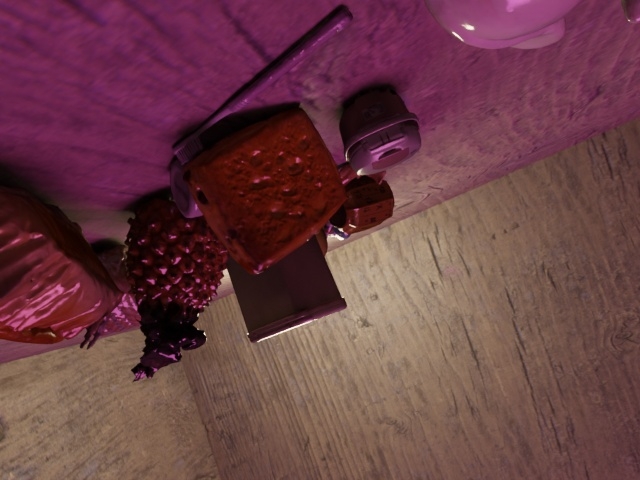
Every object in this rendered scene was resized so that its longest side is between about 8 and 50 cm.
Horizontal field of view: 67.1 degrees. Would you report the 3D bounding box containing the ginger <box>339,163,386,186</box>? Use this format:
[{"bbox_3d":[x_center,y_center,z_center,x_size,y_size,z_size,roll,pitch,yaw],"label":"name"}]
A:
[{"bbox_3d":[0.029,-0.139,1.245,0.288,0.075,0.089,-17,145,10],"label":"ginger"}]

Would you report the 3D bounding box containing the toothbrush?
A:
[{"bbox_3d":[-0.095,-0.196,0.664,0.354,0.029,0.024,-27,-175,34],"label":"toothbrush"}]

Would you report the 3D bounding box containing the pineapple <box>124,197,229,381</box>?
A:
[{"bbox_3d":[-0.297,0.109,0.974,0.223,0.357,0.223,5,171,1],"label":"pineapple"}]

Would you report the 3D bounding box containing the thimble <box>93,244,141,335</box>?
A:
[{"bbox_3d":[-0.502,0.122,1.156,0.148,0.196,0.229,-19,173,-11],"label":"thimble"}]

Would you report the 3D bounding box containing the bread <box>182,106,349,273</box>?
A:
[{"bbox_3d":[-0.082,-0.085,0.787,0.235,0.210,0.099,-37,-160,-23],"label":"bread"}]

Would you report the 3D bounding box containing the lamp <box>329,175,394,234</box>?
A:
[{"bbox_3d":[0.115,-0.107,1.403,0.185,0.161,0.161,-21,173,-31],"label":"lamp"}]

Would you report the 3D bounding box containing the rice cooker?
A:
[{"bbox_3d":[0.107,-0.193,0.890,0.145,0.127,0.206,-23,169,6],"label":"rice cooker"}]

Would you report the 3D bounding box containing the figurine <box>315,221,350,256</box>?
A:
[{"bbox_3d":[0.007,-0.005,1.682,0.382,0.205,0.224,-29,179,0],"label":"figurine"}]

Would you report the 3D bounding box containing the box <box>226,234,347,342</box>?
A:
[{"bbox_3d":[-0.132,0.099,1.449,0.177,0.343,0.352,-17,171,-38],"label":"box"}]

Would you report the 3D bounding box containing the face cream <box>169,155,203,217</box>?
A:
[{"bbox_3d":[-0.133,-0.113,0.867,0.252,0.101,0.101,-16,171,-34],"label":"face cream"}]

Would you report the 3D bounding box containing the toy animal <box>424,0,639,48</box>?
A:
[{"bbox_3d":[0.223,-0.272,0.449,0.289,0.174,0.249,-22,172,1],"label":"toy animal"}]

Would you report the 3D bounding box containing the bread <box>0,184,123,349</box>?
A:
[{"bbox_3d":[-0.451,0.045,0.729,0.183,0.236,0.388,-36,168,-16],"label":"bread"}]
